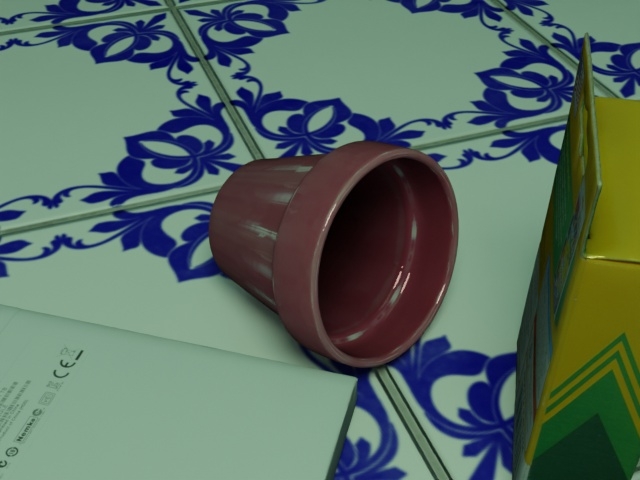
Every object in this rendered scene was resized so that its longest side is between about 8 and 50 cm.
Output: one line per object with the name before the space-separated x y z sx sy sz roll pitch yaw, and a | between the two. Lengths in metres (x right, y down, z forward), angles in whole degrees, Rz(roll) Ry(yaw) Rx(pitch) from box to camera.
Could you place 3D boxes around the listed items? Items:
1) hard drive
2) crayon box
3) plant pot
hard drive | -0.167 0.170 0.728 0.352 0.047 0.233 10 40 11
crayon box | 0.210 0.038 0.678 0.083 0.323 0.203 7 40 8
plant pot | 0.000 0.000 0.843 0.180 0.201 0.201 15 39 41
